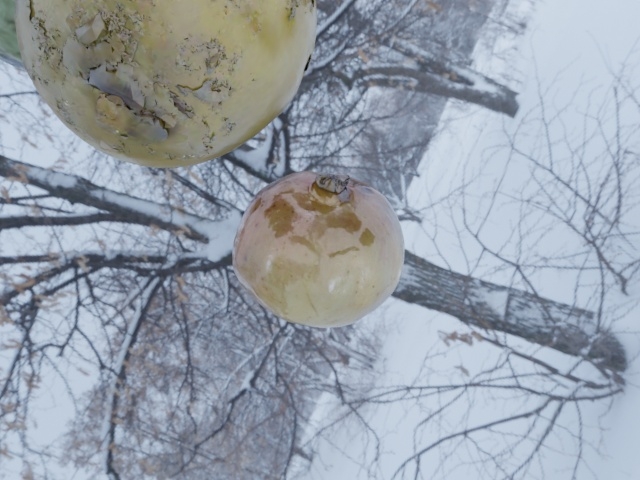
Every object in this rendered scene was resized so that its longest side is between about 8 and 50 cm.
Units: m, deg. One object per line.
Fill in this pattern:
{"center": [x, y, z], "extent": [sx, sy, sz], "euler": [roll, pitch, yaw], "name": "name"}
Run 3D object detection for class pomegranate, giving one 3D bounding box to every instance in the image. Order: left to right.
{"center": [0.000, 0.000, 1.025], "extent": [0.338, 0.338, 0.338], "euler": [22, -90, -85], "name": "pomegranate"}

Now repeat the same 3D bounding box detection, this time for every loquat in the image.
{"center": [-0.120, -0.175, 0.426], "extent": [0.235, 0.235, 0.235], "euler": [22, -90, -85], "name": "loquat"}

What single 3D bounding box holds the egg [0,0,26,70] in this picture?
{"center": [-0.348, -0.431, 0.679], "extent": [0.345, 0.345, 0.427], "euler": [-37, -55, -81], "name": "egg"}
